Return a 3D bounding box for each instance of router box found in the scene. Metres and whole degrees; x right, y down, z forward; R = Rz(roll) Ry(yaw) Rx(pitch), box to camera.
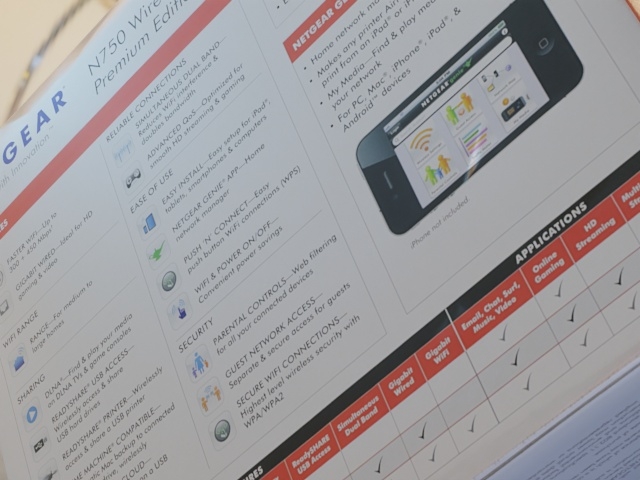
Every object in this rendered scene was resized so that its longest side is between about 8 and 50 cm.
[{"bbox_3d":[0.000,0.000,0.611,0.082,0.335,0.301,21,-143,-45],"label":"router box"}]

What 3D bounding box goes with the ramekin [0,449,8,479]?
[{"bbox_3d":[-0.230,0.154,1.082,0.272,0.127,0.273,9,-146,-6],"label":"ramekin"}]
